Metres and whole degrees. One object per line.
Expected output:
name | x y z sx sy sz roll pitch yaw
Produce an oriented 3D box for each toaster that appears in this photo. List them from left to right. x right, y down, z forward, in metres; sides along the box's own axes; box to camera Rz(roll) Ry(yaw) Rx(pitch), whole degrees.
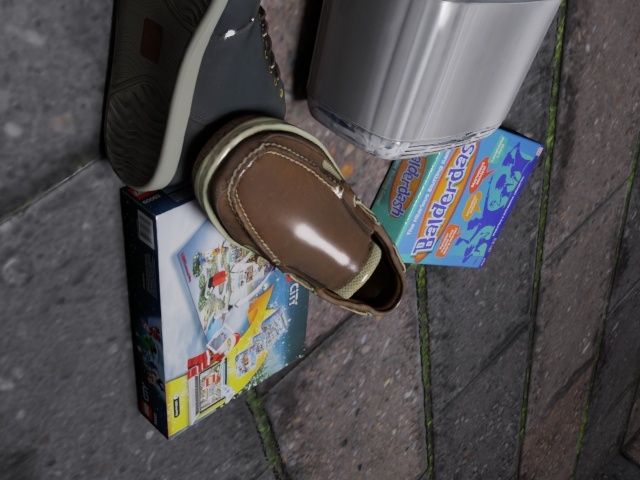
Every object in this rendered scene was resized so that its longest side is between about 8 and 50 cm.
toaster | 0.081 -0.154 0.677 0.227 0.129 0.146 -19 134 -45

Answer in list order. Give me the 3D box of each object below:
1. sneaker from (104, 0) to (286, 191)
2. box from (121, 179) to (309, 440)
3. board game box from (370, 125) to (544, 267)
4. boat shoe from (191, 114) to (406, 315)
sneaker | -0.063 -0.140 0.559 0.118 0.083 0.222 -21 143 -48
box | -0.077 0.036 0.712 0.159 0.044 0.233 -28 138 -37
board game box | 0.143 -0.052 0.917 0.210 0.047 0.160 5 114 -53
boat shoe | 0.005 -0.006 0.635 0.095 0.095 0.257 -52 151 1
